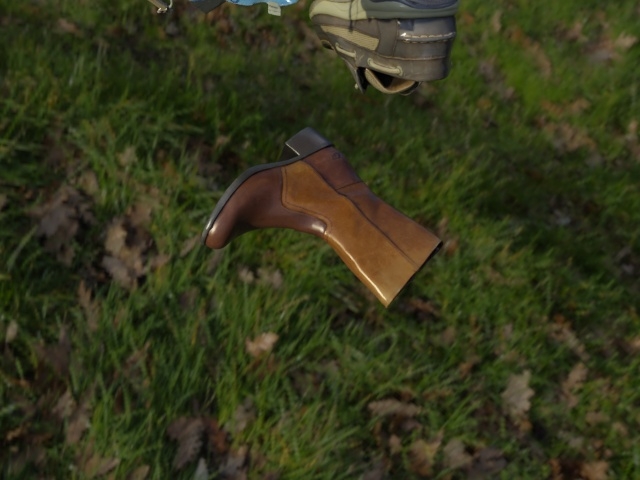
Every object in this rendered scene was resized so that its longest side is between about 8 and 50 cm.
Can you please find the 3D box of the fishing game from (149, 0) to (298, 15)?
[{"bbox_3d":[-0.082,-0.245,1.011,0.189,0.264,0.041,28,63,-52],"label":"fishing game"}]

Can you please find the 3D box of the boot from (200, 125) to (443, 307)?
[{"bbox_3d":[0.000,0.000,1.663,0.280,0.096,0.264,44,56,11],"label":"boot"}]

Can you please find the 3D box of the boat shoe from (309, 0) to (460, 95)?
[{"bbox_3d":[0.068,-0.245,1.429,0.132,0.355,0.130,-5,98,-12],"label":"boat shoe"}]

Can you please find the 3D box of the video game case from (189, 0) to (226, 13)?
[{"bbox_3d":[-0.034,-0.421,1.375,0.035,0.248,0.274,36,62,-26],"label":"video game case"}]
